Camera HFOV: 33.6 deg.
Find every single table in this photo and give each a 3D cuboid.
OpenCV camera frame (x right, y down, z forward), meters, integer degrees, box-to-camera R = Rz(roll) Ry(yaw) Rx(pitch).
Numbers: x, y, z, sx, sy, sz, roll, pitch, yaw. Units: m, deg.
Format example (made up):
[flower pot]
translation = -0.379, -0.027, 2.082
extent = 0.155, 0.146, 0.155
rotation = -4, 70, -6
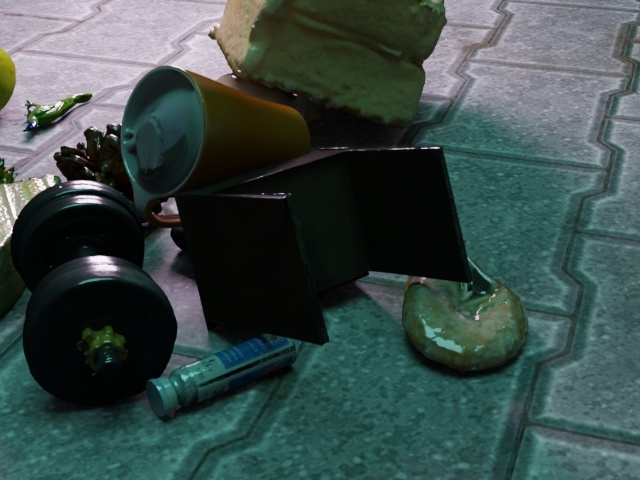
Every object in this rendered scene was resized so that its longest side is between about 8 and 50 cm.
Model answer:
[table]
translation = 0.000, 0.000, 1.361
extent = 0.251, 0.196, 0.282
rotation = -19, 13, -32

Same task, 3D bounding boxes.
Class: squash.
[squash]
translation = -0.434, 0.021, 1.499
extent = 0.203, 0.111, 0.288
rotation = -10, 32, -25

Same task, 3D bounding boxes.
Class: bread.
[bread]
translation = 0.011, -0.414, 2.011
extent = 0.371, 0.279, 0.390
rotation = 18, 15, -18

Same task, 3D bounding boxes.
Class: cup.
[cup]
translation = -0.153, -0.123, 1.516
extent = 0.264, 0.226, 0.182
rotation = 4, 23, -47

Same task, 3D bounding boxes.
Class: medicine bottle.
[medicine bottle]
translation = -0.120, 0.161, 1.305
extent = 0.191, 0.051, 0.051
rotation = -18, 33, -30

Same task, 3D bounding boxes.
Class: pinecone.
[pinecone]
translation = -0.316, -0.103, 1.669
extent = 0.179, 0.150, 0.195
rotation = 54, 29, 3

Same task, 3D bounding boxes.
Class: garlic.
[garlic]
translation = -0.149, -0.279, 2.069
extent = 0.267, 0.148, 0.128
rotation = 31, 77, 36

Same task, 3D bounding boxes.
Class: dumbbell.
[dumbbell]
translation = -0.295, 0.059, 1.355
extent = 0.185, 0.185, 0.388
rotation = -8, 30, -14

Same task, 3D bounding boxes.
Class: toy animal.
[toy animal]
translation = -0.536, -0.261, 2.093
extent = 0.075, 0.041, 0.217
rotation = 10, 27, 16

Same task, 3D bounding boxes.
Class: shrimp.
[shrimp]
translation = 0.200, 0.073, 1.451
extent = 0.168, 0.077, 0.317
rotation = 13, 34, 4

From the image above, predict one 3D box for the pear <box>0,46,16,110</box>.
[pear]
translation = -0.691, -0.323, 2.079
extent = 0.188, 0.187, 0.219
rotation = 0, 8, 2

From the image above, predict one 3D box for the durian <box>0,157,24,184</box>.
[durian]
translation = -0.613, -0.095, 1.756
extent = 0.352, 0.158, 0.169
rotation = 22, 71, 35

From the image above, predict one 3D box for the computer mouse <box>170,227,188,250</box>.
[computer mouse]
translation = -0.147, -0.044, 1.657
extent = 0.122, 0.073, 0.217
rotation = 8, 31, 15
